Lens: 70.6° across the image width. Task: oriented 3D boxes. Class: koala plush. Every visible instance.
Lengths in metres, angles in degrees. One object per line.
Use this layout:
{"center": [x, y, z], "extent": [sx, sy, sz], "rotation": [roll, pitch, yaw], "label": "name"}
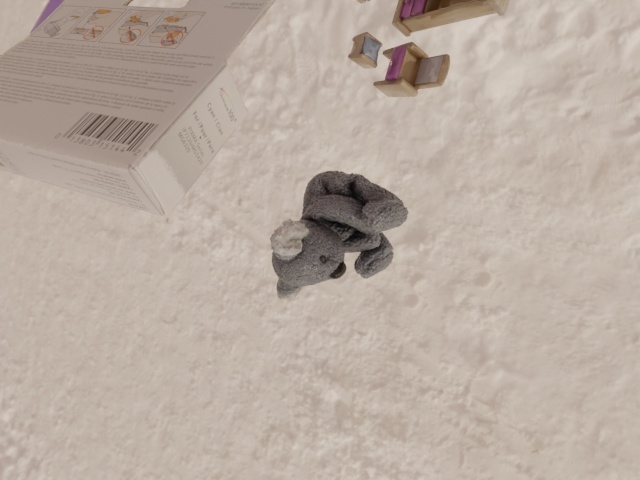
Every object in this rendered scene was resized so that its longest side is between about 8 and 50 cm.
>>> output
{"center": [0.000, 0.000, 0.790], "extent": [0.203, 0.196, 0.221], "rotation": [38, 62, 22], "label": "koala plush"}

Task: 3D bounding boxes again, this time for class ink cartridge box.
{"center": [-0.206, -0.170, 0.465], "extent": [0.296, 0.066, 0.261], "rotation": [15, 60, 23], "label": "ink cartridge box"}

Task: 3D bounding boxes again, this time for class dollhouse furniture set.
{"center": [0.121, -0.418, 0.672], "extent": [0.198, 0.303, 0.287], "rotation": [14, 86, 49], "label": "dollhouse furniture set"}

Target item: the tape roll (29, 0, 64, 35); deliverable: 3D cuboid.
{"center": [-0.514, -0.430, 1.059], "extent": [0.274, 0.274, 0.090], "rotation": [22, 83, 36], "label": "tape roll"}
